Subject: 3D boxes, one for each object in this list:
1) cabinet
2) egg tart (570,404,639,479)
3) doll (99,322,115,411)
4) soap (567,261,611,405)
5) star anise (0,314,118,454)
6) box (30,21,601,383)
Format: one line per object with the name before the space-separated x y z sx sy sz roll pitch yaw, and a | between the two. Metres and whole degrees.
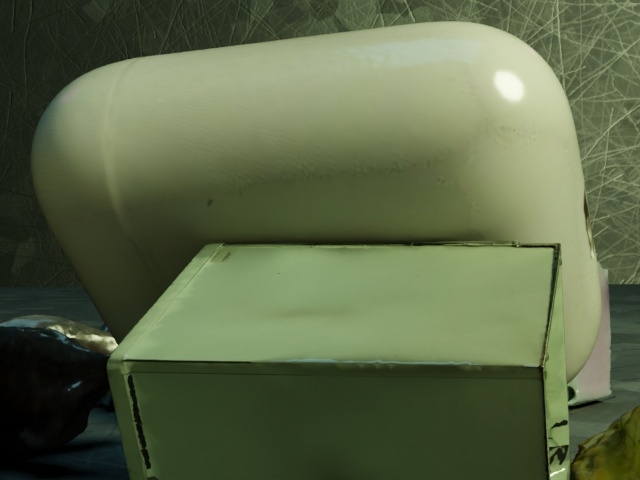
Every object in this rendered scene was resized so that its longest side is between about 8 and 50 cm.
cabinet | 0.023 0.092 0.571 0.206 0.145 0.150 -1 22 16
egg tart | 0.269 0.120 0.577 0.297 0.132 0.297 2 7 0
doll | -0.115 0.080 1.040 0.314 0.141 0.177 -24 31 38
soap | 0.075 0.082 1.154 0.446 0.156 0.261 1 0 45
star anise | -0.306 0.126 0.877 0.332 0.117 0.332 -10 5 1
box | 0.000 -0.001 0.714 0.349 0.288 0.141 -4 43 19
